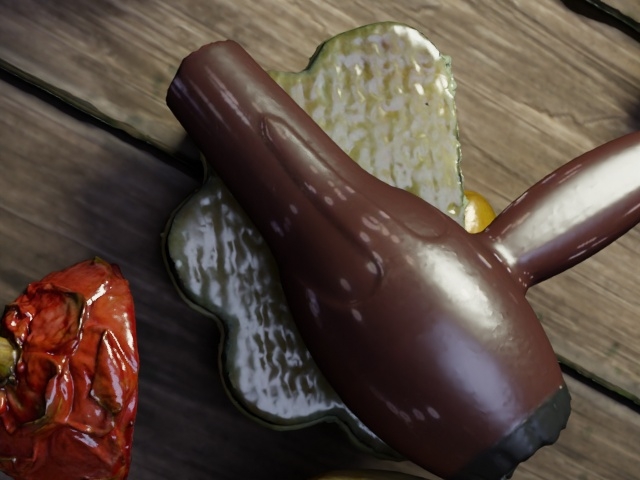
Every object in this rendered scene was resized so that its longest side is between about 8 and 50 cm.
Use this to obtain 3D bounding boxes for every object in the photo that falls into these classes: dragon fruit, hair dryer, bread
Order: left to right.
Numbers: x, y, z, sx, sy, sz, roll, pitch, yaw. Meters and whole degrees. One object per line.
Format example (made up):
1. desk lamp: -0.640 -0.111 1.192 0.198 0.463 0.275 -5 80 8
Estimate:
1. dragon fruit: -0.165 0.092 0.899 0.106 0.083 0.162 2 93 -20
2. bread: 0.000 0.000 0.955 0.207 0.056 0.287 0 83 -5
3. hair dryer: 0.114 -0.045 0.913 0.340 0.123 0.313 -32 78 -19

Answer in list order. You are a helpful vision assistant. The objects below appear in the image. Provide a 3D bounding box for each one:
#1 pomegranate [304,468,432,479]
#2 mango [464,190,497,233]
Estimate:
1. pomegranate: 0.010 0.300 0.844 0.342 0.342 0.343 -1 92 -22
2. mango: 0.098 0.022 1.015 0.078 0.057 0.114 5 87 -15
